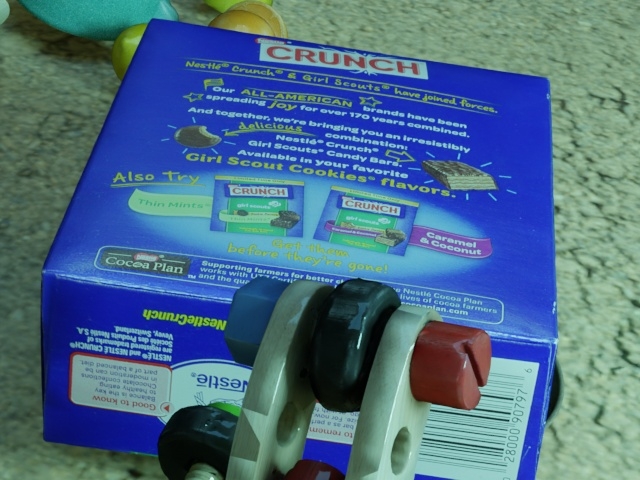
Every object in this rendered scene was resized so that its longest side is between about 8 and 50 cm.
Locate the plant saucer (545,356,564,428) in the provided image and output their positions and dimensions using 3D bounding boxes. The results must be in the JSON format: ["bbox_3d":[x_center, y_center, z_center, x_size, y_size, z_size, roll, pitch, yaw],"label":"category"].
[{"bbox_3d":[0.044,0.083,1.092,0.198,0.036,0.199,7,32,-4],"label":"plant saucer"}]

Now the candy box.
[{"bbox_3d":[0.000,0.000,1.067,0.268,0.122,0.317,8,32,2],"label":"candy box"}]

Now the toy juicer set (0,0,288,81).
[{"bbox_3d":[-0.179,-0.184,1.441,0.329,0.089,0.209,7,43,-19],"label":"toy juicer set"}]

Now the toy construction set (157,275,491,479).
[{"bbox_3d":[0.031,0.193,0.779,0.308,0.257,0.237,25,50,6],"label":"toy construction set"}]
